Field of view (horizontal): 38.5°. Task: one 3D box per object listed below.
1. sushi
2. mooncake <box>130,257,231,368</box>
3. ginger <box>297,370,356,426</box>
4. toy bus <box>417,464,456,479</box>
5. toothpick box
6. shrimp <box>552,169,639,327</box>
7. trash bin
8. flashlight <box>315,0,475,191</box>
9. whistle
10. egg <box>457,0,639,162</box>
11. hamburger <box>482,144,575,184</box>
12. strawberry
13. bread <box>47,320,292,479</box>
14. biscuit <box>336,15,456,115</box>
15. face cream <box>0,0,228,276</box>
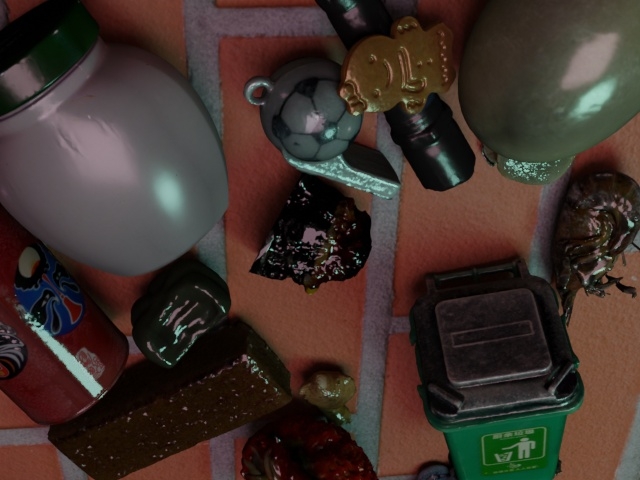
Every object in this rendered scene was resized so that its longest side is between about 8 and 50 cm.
[{"bbox_3d":[0.000,0.000,1.433,0.150,0.153,0.172,28,98,-2],"label":"sushi"},{"bbox_3d":[-0.228,0.117,1.475,0.168,0.175,0.104,-1,145,48],"label":"mooncake"},{"bbox_3d":[0.029,0.288,1.693,0.096,0.067,0.165,-25,137,10],"label":"ginger"},{"bbox_3d":[0.340,0.562,1.855,0.294,0.197,0.232,-28,134,10],"label":"toy bus"},{"bbox_3d":[-0.472,0.107,1.415,0.204,0.204,0.333,-25,125,10],"label":"toothpick box"},{"bbox_3d":[0.457,0.035,1.540,0.145,0.116,0.343,9,124,4],"label":"shrimp"},{"bbox_3d":[0.298,0.253,1.595,0.259,0.295,0.381,-9,138,4],"label":"trash bin"},{"bbox_3d":[0.096,-0.244,1.307,0.103,0.103,0.424,-29,122,13],"label":"flashlight"},{"bbox_3d":[0.016,-0.176,1.319,0.289,0.163,0.163,16,122,-31],"label":"whistle"},{"bbox_3d":[0.336,-0.260,1.231,0.258,0.259,0.352,23,126,-21],"label":"egg"},{"bbox_3d":[0.330,-0.151,1.425,0.139,0.062,0.133,7,127,-15],"label":"hamburger"},{"bbox_3d":[0.000,0.436,1.688,0.257,0.261,0.261,-23,135,-38],"label":"strawberry"},{"bbox_3d":[-0.267,0.292,1.626,0.416,0.113,0.165,-25,123,12],"label":"bread"},{"bbox_3d":[0.108,-0.237,1.246,0.184,0.027,0.134,-5,109,-27],"label":"biscuit"},{"bbox_3d":[-0.309,-0.130,1.258,0.312,0.219,0.357,-27,123,12],"label":"face cream"}]
